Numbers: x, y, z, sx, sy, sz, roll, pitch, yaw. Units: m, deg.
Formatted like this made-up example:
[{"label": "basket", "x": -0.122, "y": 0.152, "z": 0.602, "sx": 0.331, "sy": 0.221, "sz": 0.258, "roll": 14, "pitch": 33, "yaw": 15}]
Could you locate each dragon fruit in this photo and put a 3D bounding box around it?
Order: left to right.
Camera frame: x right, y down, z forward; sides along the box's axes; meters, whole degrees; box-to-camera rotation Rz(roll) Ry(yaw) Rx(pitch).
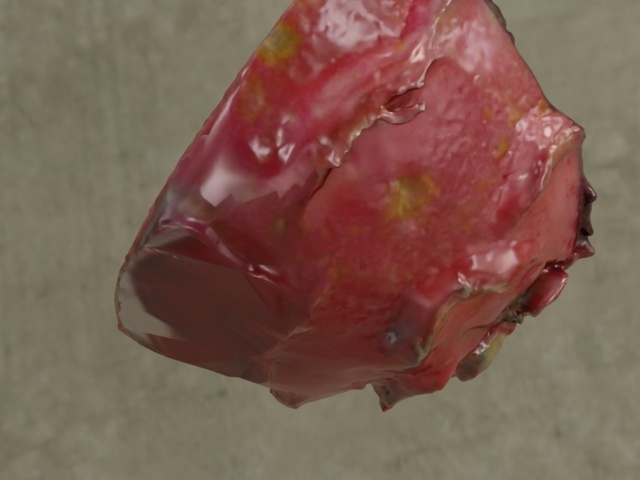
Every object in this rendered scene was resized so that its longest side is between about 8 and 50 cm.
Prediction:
[{"label": "dragon fruit", "x": 0.000, "y": 0.000, "z": 0.834, "sx": 0.189, "sy": 0.262, "sz": 0.163, "roll": -21, "pitch": 71, "yaw": -27}]
